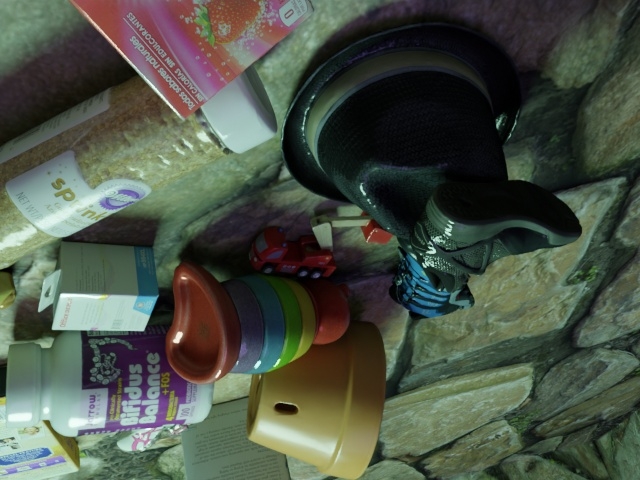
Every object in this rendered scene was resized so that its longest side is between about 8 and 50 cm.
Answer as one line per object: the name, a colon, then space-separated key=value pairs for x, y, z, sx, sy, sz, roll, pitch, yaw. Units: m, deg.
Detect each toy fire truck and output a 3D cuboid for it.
toy fire truck: x=0.000 y=0.000 z=0.920 sx=0.192 sy=0.047 sz=0.135 roll=8 pitch=137 yaw=-31

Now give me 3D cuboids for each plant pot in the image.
plant pot: x=-0.021 y=0.280 z=1.116 sx=0.203 sy=0.291 sz=0.291 roll=11 pitch=138 yaw=-10

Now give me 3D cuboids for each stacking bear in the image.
stacking bear: x=-0.074 y=0.124 z=0.954 sx=0.289 sy=0.164 sz=0.175 roll=-3 pitch=111 yaw=-42

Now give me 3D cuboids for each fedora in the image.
fedora: x=0.123 y=-0.102 z=0.746 sx=0.334 sy=0.152 sz=0.334 roll=-12 pitch=144 yaw=-9

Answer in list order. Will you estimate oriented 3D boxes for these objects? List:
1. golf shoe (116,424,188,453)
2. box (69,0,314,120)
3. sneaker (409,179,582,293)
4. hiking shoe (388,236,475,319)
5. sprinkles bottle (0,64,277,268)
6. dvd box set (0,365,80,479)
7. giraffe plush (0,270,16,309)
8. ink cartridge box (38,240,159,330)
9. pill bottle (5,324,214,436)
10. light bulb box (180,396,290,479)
golf shoe: x=-0.332 y=0.348 z=1.157 sx=0.186 sy=0.067 sz=0.086 roll=-31 pitch=117 yaw=19
box: x=-0.151 y=-0.250 z=0.404 sx=0.142 sy=0.154 sz=0.300 roll=-39 pitch=144 yaw=1
sneaker: x=0.200 y=-0.004 z=0.716 sx=0.227 sy=0.087 sz=0.130 roll=-3 pitch=145 yaw=-29
hiking shoe: x=0.177 y=0.071 z=1.035 sx=0.132 sy=0.113 sz=0.304 roll=-27 pitch=144 yaw=11
sprinkles bottle: x=-0.226 y=-0.091 z=0.635 sx=0.355 sy=0.121 sz=0.121 roll=-24 pitch=144 yaw=9
dvd box set: x=-0.657 y=0.375 z=1.121 sx=0.307 sy=0.062 sz=0.420 roll=-9 pitch=144 yaw=-12
giraffe plush: x=-0.503 y=0.109 z=0.736 sx=0.181 sy=0.170 sz=0.210 roll=-32 pitch=142 yaw=19
ink cartridge box: x=-0.310 y=0.064 z=0.831 sx=0.143 sy=0.090 sz=0.092 roll=6 pitch=138 yaw=-29
pill bottle: x=-0.337 y=0.223 z=0.965 sx=0.301 sy=0.169 sz=0.169 roll=1 pitch=140 yaw=-26
light bulb box: x=-0.172 y=0.608 z=1.390 sx=0.225 sy=0.361 sz=0.358 roll=-12 pitch=145 yaw=-8
